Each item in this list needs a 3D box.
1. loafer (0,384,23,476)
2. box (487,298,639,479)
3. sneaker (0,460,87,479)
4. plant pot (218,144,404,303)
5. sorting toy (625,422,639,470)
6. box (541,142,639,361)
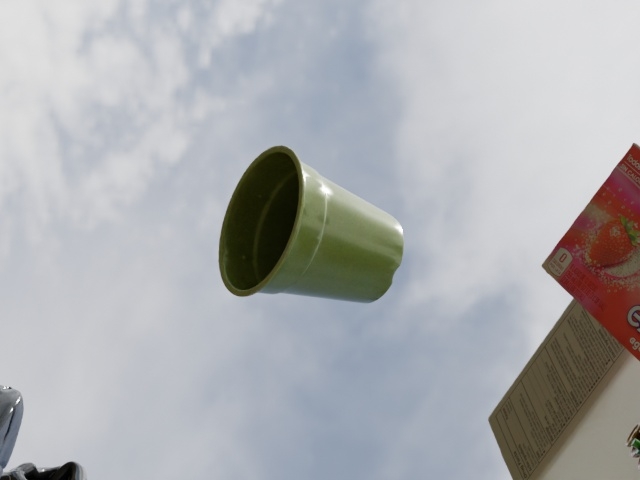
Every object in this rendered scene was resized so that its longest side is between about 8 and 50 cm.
[{"bbox_3d":[-0.172,0.111,0.608,0.170,0.061,0.062,-63,174,-52],"label":"loafer"},{"bbox_3d":[0.323,0.140,1.768,0.311,0.121,0.148,-58,-152,26],"label":"box"},{"bbox_3d":[-0.241,0.281,1.451,0.087,0.130,0.227,47,-19,49],"label":"sneaker"},{"bbox_3d":[0.000,0.000,0.884,0.083,0.079,0.083,-37,-136,46],"label":"plant pot"},{"bbox_3d":[0.238,0.132,1.124,0.061,0.042,0.102,-58,178,-41],"label":"sorting toy"},{"bbox_3d":[0.356,0.068,1.397,0.142,0.154,0.300,-55,-130,15],"label":"box"}]
